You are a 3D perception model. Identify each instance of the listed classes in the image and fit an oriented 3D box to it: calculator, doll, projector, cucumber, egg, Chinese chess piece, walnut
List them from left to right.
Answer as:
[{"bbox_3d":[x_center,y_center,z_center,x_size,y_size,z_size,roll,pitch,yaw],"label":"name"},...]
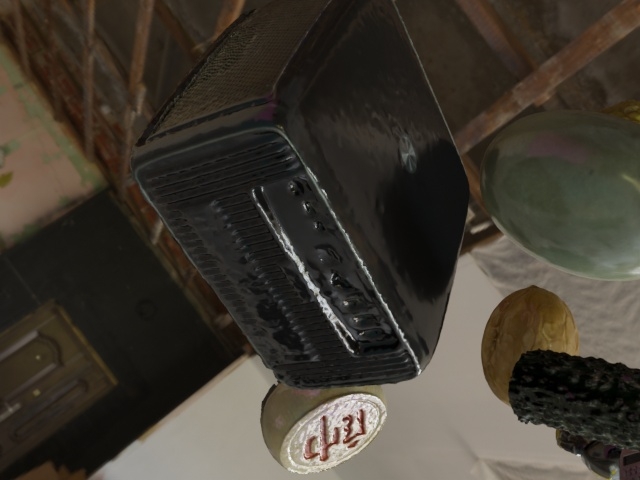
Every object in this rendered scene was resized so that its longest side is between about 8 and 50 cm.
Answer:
[{"bbox_3d":[0.004,-0.078,0.924,0.242,0.405,0.395,-11,-55,28],"label":"projector"},{"bbox_3d":[0.007,0.367,1.520,0.270,0.269,0.112,77,-15,-44],"label":"Chinese chess piece"},{"bbox_3d":[0.342,0.176,1.185,0.159,0.159,0.207,1,-96,61],"label":"walnut"},{"bbox_3d":[0.425,-0.072,1.152,0.352,0.258,0.258,26,-31,17],"label":"egg"},{"bbox_3d":[0.662,0.499,1.709,0.145,0.103,0.316,16,1,-11],"label":"doll"},{"bbox_3d":[0.649,0.466,1.483,0.024,0.166,0.103,21,-31,-8],"label":"calculator"},{"bbox_3d":[0.342,0.174,0.720,0.096,0.096,0.359,59,-25,-15],"label":"cucumber"}]

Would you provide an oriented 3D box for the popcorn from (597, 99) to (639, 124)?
[{"bbox_3d":[0.550,-0.167,1.376,0.203,0.226,0.200,-15,-44,35],"label":"popcorn"}]
